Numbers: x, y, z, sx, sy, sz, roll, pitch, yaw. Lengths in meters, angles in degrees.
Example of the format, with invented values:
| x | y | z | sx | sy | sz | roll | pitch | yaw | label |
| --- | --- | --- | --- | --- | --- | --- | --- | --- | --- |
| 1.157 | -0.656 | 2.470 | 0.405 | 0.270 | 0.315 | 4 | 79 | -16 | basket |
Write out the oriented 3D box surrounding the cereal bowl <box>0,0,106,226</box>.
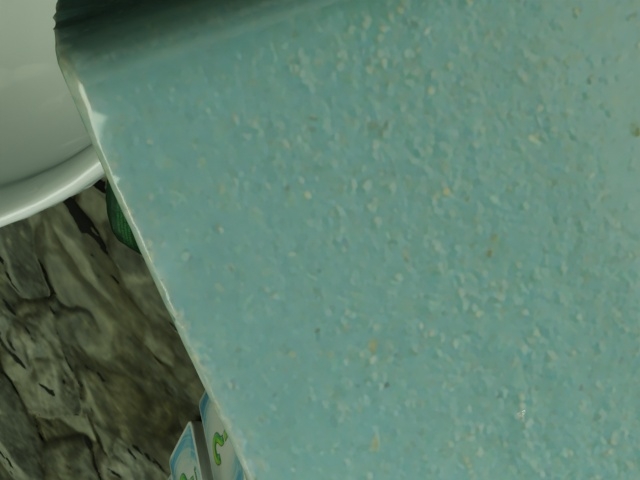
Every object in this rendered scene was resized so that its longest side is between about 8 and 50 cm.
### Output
| x | y | z | sx | sy | sz | roll | pitch | yaw | label |
| --- | --- | --- | --- | --- | --- | --- | --- | --- | --- |
| -0.166 | -0.171 | 0.811 | 0.339 | 0.141 | 0.339 | 3 | 102 | 17 | cereal bowl |

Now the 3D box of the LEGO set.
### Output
| x | y | z | sx | sy | sz | roll | pitch | yaw | label |
| --- | --- | --- | --- | --- | --- | --- | --- | --- | --- |
| -0.067 | 0.213 | 1.035 | 0.182 | 0.060 | 0.244 | 119 | 145 | -50 | LEGO set |

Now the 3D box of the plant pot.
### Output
| x | y | z | sx | sy | sz | roll | pitch | yaw | label |
| --- | --- | --- | --- | --- | --- | --- | --- | --- | --- |
| 0.081 | -0.024 | 0.624 | 0.247 | 0.252 | 0.247 | -110 | -2 | -70 | plant pot |

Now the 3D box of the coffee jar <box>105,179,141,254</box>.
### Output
| x | y | z | sx | sy | sz | roll | pitch | yaw | label |
| --- | --- | --- | --- | --- | --- | --- | --- | --- | --- |
| 0.000 | 0.000 | 0.868 | 0.184 | 0.096 | 0.079 | 31 | 141 | 25 | coffee jar |
